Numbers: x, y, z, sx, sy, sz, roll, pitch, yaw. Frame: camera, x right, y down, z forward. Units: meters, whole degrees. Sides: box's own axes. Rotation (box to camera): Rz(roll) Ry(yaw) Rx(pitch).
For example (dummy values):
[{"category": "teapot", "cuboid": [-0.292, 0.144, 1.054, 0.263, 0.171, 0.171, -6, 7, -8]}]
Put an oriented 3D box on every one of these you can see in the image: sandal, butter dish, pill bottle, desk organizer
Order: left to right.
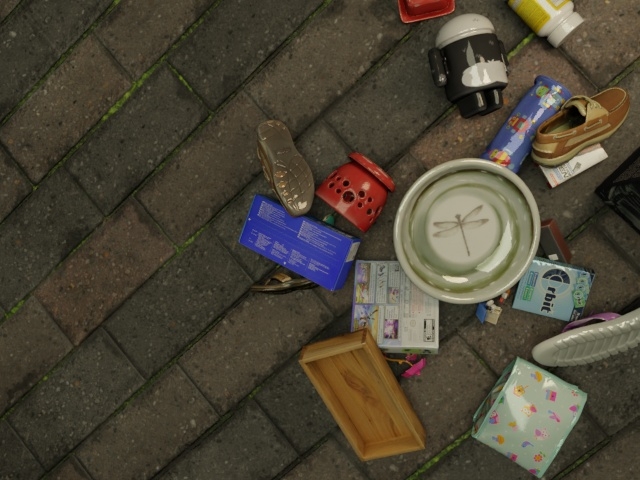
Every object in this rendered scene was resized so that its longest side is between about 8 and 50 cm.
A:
[{"category": "sandal", "cuboid": [-0.106, 0.125, 1.930, 0.220, 0.090, 0.060, -12, 73, 13]}, {"category": "butter dish", "cuboid": [0.295, -0.723, 1.802, 0.160, 0.118, 0.159, -8, 91, 12]}, {"category": "pill bottle", "cuboid": [0.613, -0.639, 1.737, 0.119, 0.119, 0.208, -41, 83, 10]}, {"category": "desk organizer", "cuboid": [0.655, 0.008, 1.780, 0.047, 0.050, 0.130, -19, 105, 44]}, {"category": "sandal", "cuboid": [0.776, 0.240, 1.727, 0.417, 0.169, 0.102, -19, 45, 10]}]

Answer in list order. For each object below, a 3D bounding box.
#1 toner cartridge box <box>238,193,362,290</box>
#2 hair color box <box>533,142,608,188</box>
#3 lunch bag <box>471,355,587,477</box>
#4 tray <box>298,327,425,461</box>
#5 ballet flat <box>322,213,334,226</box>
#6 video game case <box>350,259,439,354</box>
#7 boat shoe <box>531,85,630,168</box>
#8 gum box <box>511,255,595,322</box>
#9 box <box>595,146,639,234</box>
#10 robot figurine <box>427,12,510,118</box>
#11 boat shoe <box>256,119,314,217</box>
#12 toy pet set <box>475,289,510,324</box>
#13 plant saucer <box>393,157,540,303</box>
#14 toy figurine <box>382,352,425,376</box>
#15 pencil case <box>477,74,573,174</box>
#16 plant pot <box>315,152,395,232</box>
[{"category": "toner cartridge box", "cuboid": [-0.065, 0.001, 1.876, 0.348, 0.075, 0.165, 27, 102, 22]}, {"category": "hair color box", "cuboid": [0.696, -0.226, 1.765, 0.167, 0.053, 0.093, -31, 84, 10]}, {"category": "lunch bag", "cuboid": [0.578, 0.474, 1.757, 0.223, 0.160, 0.262, 29, 103, 10]}, {"category": "tray", "cuboid": [0.125, 0.444, 1.792, 0.203, 0.076, 0.410, -19, 114, 21]}, {"category": "ballet flat", "cuboid": [0.000, 0.000, 1.919, 0.052, 0.057, 0.168, 11, 92, 40]}, {"category": "video game case", "cuboid": [0.216, 0.187, 1.814, 0.245, 0.061, 0.269, 1, 62, 11]}, {"category": "boat shoe", "cuboid": [0.692, -0.319, 1.673, 0.324, 0.119, 0.122, -37, 44, -14]}, {"category": "gum box", "cuboid": [0.648, 0.136, 1.770, 0.185, 0.041, 0.156, 14, 111, 10]}, {"category": "box", "cuboid": [0.977, -0.062, 1.496, 0.297, 0.472, 0.480, -45, 83, 11]}, {"category": "robot figurine", "cuboid": [0.417, -0.485, 1.759, 0.174, 0.209, 0.278, -14, 89, 29]}, {"category": "boat shoe", "cuboid": [-0.107, -0.203, 1.880, 0.123, 0.116, 0.324, -9, 65, -21]}, {"category": "toy pet set", "cuboid": [0.489, 0.173, 1.801, 0.065, 0.122, 0.114, 22, 123, 22]}, {"category": "plant saucer", "cuboid": [0.394, -0.028, 1.744, 0.401, 0.100, 0.400, 0, 100, -1]}, {"category": "toy figurine", "cuboid": [0.233, 0.331, 1.866, 0.159, 0.130, 0.173, 18, 71, -3]}, {"category": "pencil case", "cuboid": [0.563, -0.302, 1.756, 0.119, 0.133, 0.306, 39, 98, 29]}, {"category": "plant pot", "cuboid": [0.109, -0.142, 1.825, 0.191, 0.191, 0.174, 41, 92, 8]}]
